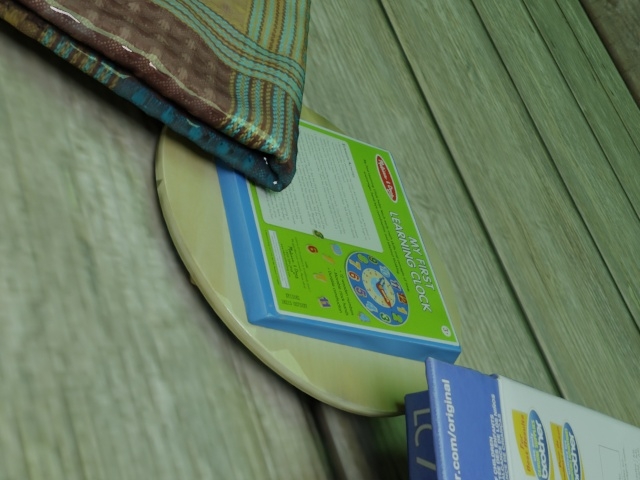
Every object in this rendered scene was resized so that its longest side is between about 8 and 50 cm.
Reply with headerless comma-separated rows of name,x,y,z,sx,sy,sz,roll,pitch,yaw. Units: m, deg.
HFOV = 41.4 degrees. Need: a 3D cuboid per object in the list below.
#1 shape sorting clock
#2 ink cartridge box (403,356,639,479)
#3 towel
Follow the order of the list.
shape sorting clock,0.000,0.000,0.455,0.206,0.040,0.206,27,39,-25
ink cartridge box,0.127,0.179,0.427,0.311,0.065,0.185,27,53,-47
towel,-0.107,-0.219,0.475,0.271,0.040,0.370,31,38,-27
